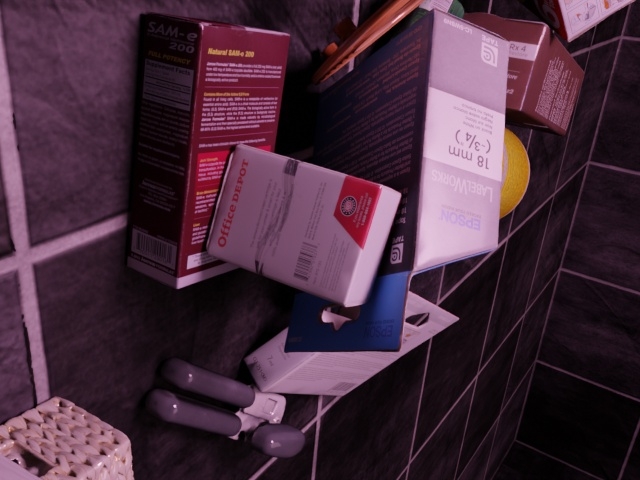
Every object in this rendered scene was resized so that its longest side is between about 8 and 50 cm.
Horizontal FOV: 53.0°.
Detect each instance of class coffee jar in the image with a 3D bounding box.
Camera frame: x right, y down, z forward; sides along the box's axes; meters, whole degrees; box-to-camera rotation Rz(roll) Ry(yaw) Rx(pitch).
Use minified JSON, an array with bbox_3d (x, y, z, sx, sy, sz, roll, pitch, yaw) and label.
[{"bbox_3d":[0.127,-0.256,0.901,0.184,0.079,0.096,-62,-175,-14],"label":"coffee jar"}]

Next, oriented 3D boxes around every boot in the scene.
[{"bbox_3d":[0.058,0.155,1.096,0.106,0.037,0.114,-53,146,-4],"label":"boot"}]

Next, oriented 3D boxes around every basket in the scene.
[{"bbox_3d":[-0.233,0.238,0.565,0.103,0.113,0.167,-33,135,-51],"label":"basket"}]

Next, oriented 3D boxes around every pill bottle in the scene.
[{"bbox_3d":[0.248,-0.120,1.097,0.334,0.188,0.187,-1,108,-59],"label":"pill bottle"}]

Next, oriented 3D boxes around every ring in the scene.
[{"bbox_3d":[0.114,-0.291,0.706,0.032,0.337,0.336,50,52,-8],"label":"ring"}]

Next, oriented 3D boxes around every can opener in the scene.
[{"bbox_3d":[-0.098,0.217,0.803,0.076,0.095,0.283,-65,151,-12],"label":"can opener"}]

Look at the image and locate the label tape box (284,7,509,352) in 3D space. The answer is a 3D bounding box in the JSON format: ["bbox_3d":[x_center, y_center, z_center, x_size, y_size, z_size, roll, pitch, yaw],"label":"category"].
[{"bbox_3d":[0.076,-0.038,0.700,0.106,0.241,0.333,14,75,-25],"label":"label tape box"}]

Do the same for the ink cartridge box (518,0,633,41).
[{"bbox_3d":[0.304,-0.488,0.913,0.130,0.271,0.309,-32,135,9],"label":"ink cartridge box"}]

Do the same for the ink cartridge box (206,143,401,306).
[{"bbox_3d":[-0.017,-0.016,0.591,0.063,0.151,0.109,4,104,-66],"label":"ink cartridge box"}]

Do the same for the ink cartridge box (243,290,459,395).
[{"bbox_3d":[0.057,0.140,0.933,0.239,0.060,0.275,-37,154,12],"label":"ink cartridge box"}]

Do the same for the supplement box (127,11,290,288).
[{"bbox_3d":[-0.108,-0.087,0.621,0.130,0.073,0.239,-19,124,-56],"label":"supplement box"}]

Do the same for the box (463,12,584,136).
[{"bbox_3d":[0.327,-0.284,1.132,0.381,0.191,0.143,-1,108,-59],"label":"box"}]
